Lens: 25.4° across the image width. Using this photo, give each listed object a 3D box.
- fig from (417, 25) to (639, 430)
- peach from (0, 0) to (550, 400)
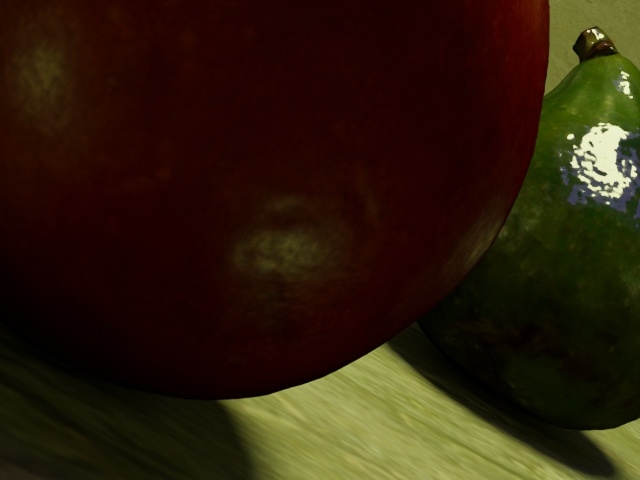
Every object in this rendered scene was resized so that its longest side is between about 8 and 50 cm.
[{"bbox_3d":[0.155,-0.013,0.865,0.195,0.245,0.195,20,-2,1],"label":"fig"},{"bbox_3d":[-0.021,-0.058,0.474,0.199,0.243,0.243,56,12,7],"label":"peach"}]
